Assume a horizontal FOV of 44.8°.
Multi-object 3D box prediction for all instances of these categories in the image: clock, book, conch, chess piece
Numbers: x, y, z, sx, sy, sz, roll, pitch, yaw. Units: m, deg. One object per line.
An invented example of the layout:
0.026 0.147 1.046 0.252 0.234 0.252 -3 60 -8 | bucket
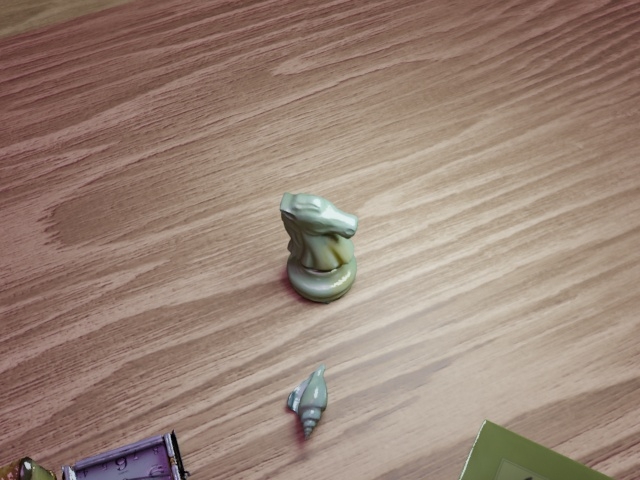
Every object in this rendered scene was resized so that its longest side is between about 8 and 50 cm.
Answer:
-0.388 0.507 1.575 0.253 0.083 0.186 -16 57 -9 | clock
0.455 0.536 1.572 0.352 0.035 0.239 23 57 17 | book
-0.023 0.354 1.698 0.065 0.088 0.180 37 43 -26 | conch
0.000 0.000 1.796 0.176 0.298 0.175 -2 54 2 | chess piece

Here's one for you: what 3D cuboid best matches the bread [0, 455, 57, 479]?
-0.591 0.562 1.479 0.163 0.204 0.262 -4 58 12 | bread
